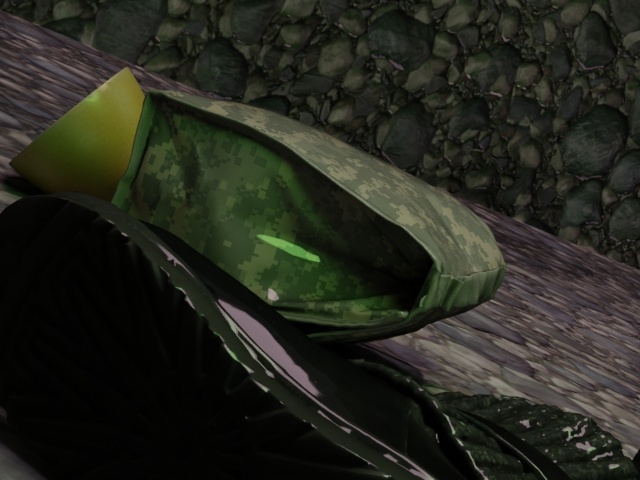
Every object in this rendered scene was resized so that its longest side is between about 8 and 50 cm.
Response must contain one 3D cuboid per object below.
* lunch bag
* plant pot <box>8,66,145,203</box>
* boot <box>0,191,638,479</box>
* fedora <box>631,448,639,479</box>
[{"bbox_3d":[0.000,0.000,1.450,0.287,0.169,0.235,23,7,17],"label":"lunch bag"},{"bbox_3d":[-0.190,-0.073,1.544,0.095,0.134,0.134,50,6,-7],"label":"plant pot"},{"bbox_3d":[-0.002,0.097,0.957,0.348,0.131,0.260,40,20,20],"label":"boot"},{"bbox_3d":[0.295,0.207,1.095,0.334,0.152,0.334,24,9,-4],"label":"fedora"}]
